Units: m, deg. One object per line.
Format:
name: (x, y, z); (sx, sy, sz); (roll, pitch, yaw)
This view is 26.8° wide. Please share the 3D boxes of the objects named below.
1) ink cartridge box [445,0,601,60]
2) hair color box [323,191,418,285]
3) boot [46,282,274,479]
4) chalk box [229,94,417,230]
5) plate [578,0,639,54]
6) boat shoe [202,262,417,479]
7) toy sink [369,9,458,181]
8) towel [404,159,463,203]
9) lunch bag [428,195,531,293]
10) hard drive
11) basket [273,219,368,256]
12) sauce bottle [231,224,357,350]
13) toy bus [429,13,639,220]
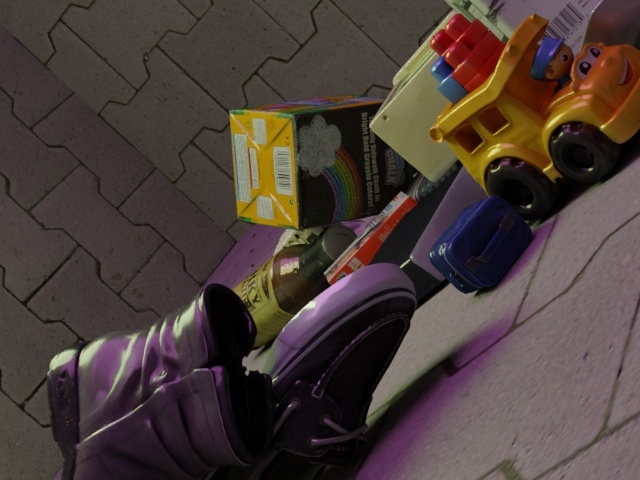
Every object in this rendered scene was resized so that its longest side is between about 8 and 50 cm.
ink cartridge box: (0.282, -0.330, 1.685); (0.198, 0.273, 0.115); (-47, 6, -6)
hair color box: (0.081, 0.009, 1.922); (0.167, 0.053, 0.093); (-48, 7, 2)
boot: (-0.140, 0.223, 1.248); (0.222, 0.338, 0.118); (-21, -15, 31)
chalk box: (0.028, -0.131, 2.102); (0.289, 0.180, 0.179); (-11, 13, -36)
plate: (0.386, -0.284, 1.471); (0.277, 0.045, 0.278); (-47, -13, -5)
boat shoe: (-0.005, 0.173, 1.285); (0.121, 0.119, 0.335); (14, -60, -46)
toy sink: (0.181, -0.216, 1.867); (0.153, 0.131, 0.234); (-46, 6, 33)
towel: (0.259, -0.182, 2.004); (0.324, 0.056, 0.312); (-55, 7, -38)
lunch bag: (0.161, 0.006, 1.358); (0.098, 0.067, 0.065); (-51, 7, -21)
hard drive: (0.125, 0.006, 1.649); (0.172, 0.054, 0.255); (-42, 8, 38)
basket: (0.000, 0.000, 2.252); (0.103, 0.113, 0.167); (-49, 6, 20)
sauce bottle: (-0.049, 0.072, 2.130); (0.344, 0.111, 0.111); (-40, 10, 50)
toy bus: (0.212, -0.154, 1.368); (0.149, 0.211, 0.220); (-50, 8, -37)
